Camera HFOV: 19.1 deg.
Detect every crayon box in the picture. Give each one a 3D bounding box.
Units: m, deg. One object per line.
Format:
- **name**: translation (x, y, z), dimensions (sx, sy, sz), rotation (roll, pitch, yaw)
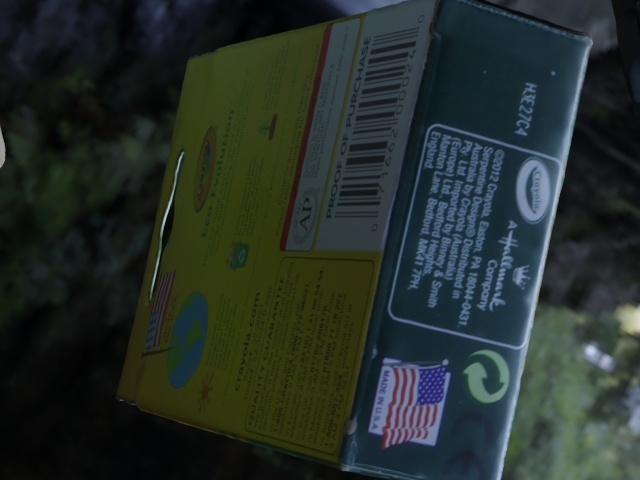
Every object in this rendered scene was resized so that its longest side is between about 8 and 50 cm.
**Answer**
- **crayon box**: translation (0.000, 0.000, 0.916), dimensions (0.318, 0.081, 0.202), rotation (3, -100, 66)

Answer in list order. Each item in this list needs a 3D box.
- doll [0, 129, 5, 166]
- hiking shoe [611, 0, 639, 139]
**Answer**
- **doll**: translation (-0.275, -0.040, 1.080), dimensions (0.189, 0.046, 0.129), rotation (-7, -147, 16)
- **hiking shoe**: translation (0.158, 0.015, 0.472), dimensions (0.132, 0.304, 0.113), rotation (-13, -152, 12)
